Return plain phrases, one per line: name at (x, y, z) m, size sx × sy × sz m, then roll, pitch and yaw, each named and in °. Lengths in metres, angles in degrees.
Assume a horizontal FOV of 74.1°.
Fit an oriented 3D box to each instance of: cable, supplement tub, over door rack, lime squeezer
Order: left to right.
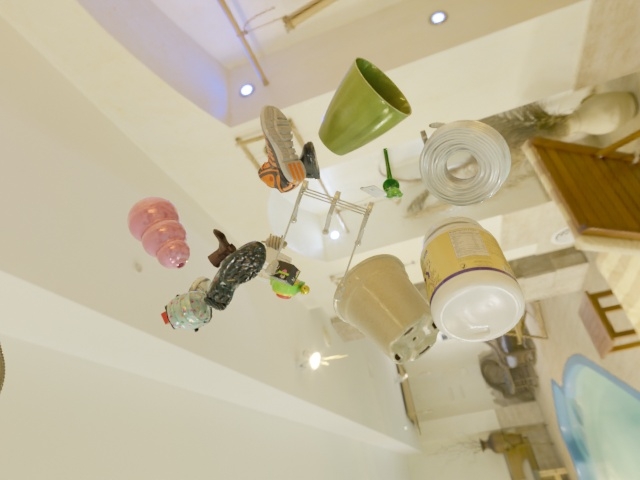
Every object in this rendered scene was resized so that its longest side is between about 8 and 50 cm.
over door rack at (0.000, 0.000, 1.293) m, size 0.108 × 0.240 × 0.324 m, roll 86°, pitch -156°, yaw -73°
lime squeezer at (0.237, -0.180, 1.359) m, size 0.310 × 0.059 × 0.110 m, roll -91°, pitch 9°, yaw -54°
cable at (0.425, -0.228, 1.264) m, size 0.089 × 0.257 × 0.257 m, roll -46°, pitch -51°, yaw -51°
supplement tub at (0.421, 0.100, 1.234) m, size 0.331 × 0.241 × 0.241 m, roll -84°, pitch -25°, yaw -56°

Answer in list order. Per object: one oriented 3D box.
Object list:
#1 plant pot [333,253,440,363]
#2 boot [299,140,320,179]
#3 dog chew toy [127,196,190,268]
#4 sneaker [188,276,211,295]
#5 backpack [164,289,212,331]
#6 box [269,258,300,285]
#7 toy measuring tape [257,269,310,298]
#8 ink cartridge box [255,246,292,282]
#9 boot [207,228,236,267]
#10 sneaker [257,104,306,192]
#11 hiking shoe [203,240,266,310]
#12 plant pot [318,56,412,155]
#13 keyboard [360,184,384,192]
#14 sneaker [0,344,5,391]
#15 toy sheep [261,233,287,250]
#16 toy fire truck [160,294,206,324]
plant pot at (0.264, 0.268, 1.564) m, size 0.305 × 0.334 × 0.334 m, roll 48°, pitch 169°, yaw 47°
boot at (-0.118, -0.355, 1.973) m, size 0.246 × 0.207 × 0.094 m, roll 73°, pitch -166°, yaw -63°
dog chew toy at (-0.636, -0.022, 1.713) m, size 0.332 × 0.206 × 0.206 m, roll 51°, pitch -177°, yaw 23°
sneaker at (-0.571, 0.281, 2.007) m, size 0.283 × 0.122 × 0.110 m, roll -68°, pitch -5°, yaw -58°
backpack at (-0.453, 0.238, 1.466) m, size 0.152 × 0.115 × 0.182 m, roll 60°, pitch -172°, yaw 7°
box at (-0.121, 0.108, 1.422) m, size 0.062 × 0.083 × 0.052 m, roll -62°, pitch -38°, yaw -18°
toy measuring tape at (-0.205, 0.170, 1.790) m, size 0.121 × 0.330 × 0.121 m, roll 16°, pitch -90°, yaw -81°
ink cartridge box at (-0.259, 0.121, 2.050) m, size 0.148 × 0.203 × 0.086 m, roll 29°, pitch -124°, yaw -30°
boot at (-0.356, 0.030, 1.444) m, size 0.106 × 0.114 × 0.037 m, roll 49°, pitch -152°, yaw -4°
sneaker at (-0.179, -0.322, 1.562) m, size 0.125 × 0.180 × 0.321 m, roll -11°, pitch -100°, yaw -40°
hiking shoe at (-0.283, 0.092, 1.391) m, size 0.113 × 0.304 × 0.132 m, roll 34°, pitch -153°, yaw -23°
plant pot at (0.135, -0.460, 1.567) m, size 0.275 × 0.293 × 0.274 m, roll 29°, pitch -142°, yaw -26°
keyboard at (0.265, -0.237, 2.060) m, size 0.256 × 0.072 × 0.014 m, roll 9°, pitch -102°, yaw -66°
sneaker at (-0.826, 0.259, 0.958) m, size 0.099 × 0.153 × 0.282 m, roll -103°, pitch 16°, yaw -79°
toy sheep at (-0.229, 0.012, 2.111) m, size 0.091 × 0.132 × 0.091 m, roll 5°, pitch -90°, yaw -86°
toy fire truck at (-0.508, 0.266, 1.654) m, size 0.047 × 0.135 × 0.192 m, roll 61°, pitch -163°, yaw 11°
